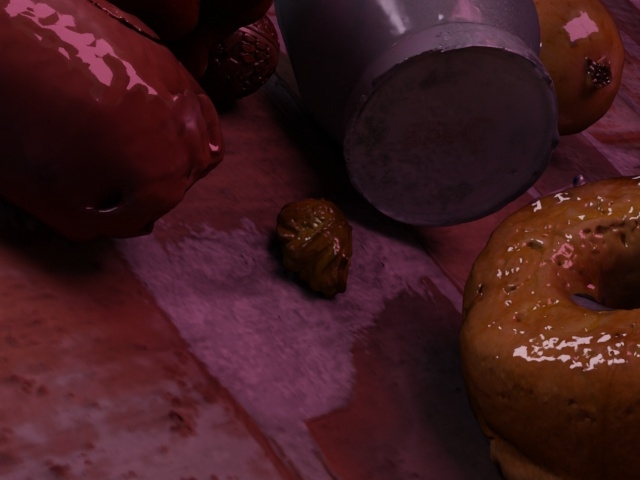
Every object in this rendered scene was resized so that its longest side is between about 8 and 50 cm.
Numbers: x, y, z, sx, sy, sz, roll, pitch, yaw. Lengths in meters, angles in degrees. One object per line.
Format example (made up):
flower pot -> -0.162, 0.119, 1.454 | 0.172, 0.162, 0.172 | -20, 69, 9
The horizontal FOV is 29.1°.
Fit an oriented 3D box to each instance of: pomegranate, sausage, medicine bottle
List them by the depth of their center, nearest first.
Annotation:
sausage -> -0.196, -0.107, 0.807 | 0.280, 0.152, 0.152 | 33, 27, -4
medicine bottle -> 0.091, -0.176, 1.175 | 0.245, 0.245, 0.290 | 23, 32, -27
pomegranate -> 0.286, -0.223, 1.541 | 0.191, 0.191, 0.191 | 29, 28, -17

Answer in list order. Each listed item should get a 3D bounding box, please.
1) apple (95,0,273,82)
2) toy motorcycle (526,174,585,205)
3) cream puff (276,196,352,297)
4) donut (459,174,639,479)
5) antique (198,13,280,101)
apple -> -0.174, -0.274, 0.958 | 0.317, 0.288, 0.288 | 56, 29, 7
toy motorcycle -> 0.288, 0.019, 1.279 | 0.221, 0.102, 0.150 | 26, 50, -16
cream puff -> 0.000, 0.000, 0.985 | 0.083, 0.058, 0.083 | 41, 25, 1
donut -> 0.258, 0.068, 0.933 | 0.150, 0.317, 0.299 | 66, -5, -32
antique -> -0.086, -0.173, 1.111 | 0.104, 0.104, 0.104 | 29, 28, -17
